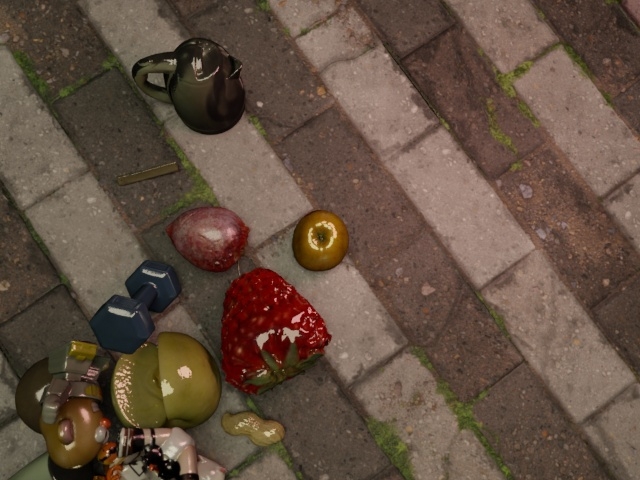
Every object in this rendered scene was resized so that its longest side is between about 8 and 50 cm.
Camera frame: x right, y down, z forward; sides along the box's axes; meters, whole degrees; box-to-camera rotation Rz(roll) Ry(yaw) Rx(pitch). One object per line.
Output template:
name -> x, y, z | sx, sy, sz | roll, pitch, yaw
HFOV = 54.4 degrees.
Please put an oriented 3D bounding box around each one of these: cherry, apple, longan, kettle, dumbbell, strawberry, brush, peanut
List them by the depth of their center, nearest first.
kettle -> -0.733, 0.641, 1.664 | 0.255, 0.240, 0.165 | -40, 116, 16
apple -> -0.418, 0.389, 1.689 | 0.291, 0.292, 0.254 | -13, 57, -5
dumbbell -> -0.497, 0.175, 1.701 | 0.143, 0.316, 0.156 | 43, 108, -11
longan -> -0.735, 0.428, 1.715 | 0.196, 0.196, 0.220 | 9, 91, -2
strawberry -> -0.157, 0.230, 1.749 | 0.317, 0.295, 0.345 | -41, 63, 26
peanut -> -0.195, 0.538, 1.784 | 0.187, 0.082, 0.082 | 20, 80, 1
kettle -> -0.382, -0.468, 1.810 | 0.320, 0.324, 0.228 | 2, 81, -3
cherry -> -0.333, -0.009, 1.819 | 0.249, 0.175, 0.192 | 14, 92, 1
apple -> 0.000, 0.000, 1.841 | 0.182, 0.155, 0.183 | 1, 81, -6
brush -> -0.529, -0.208, 1.911 | 0.190, 0.027, 0.034 | -16, 118, -1

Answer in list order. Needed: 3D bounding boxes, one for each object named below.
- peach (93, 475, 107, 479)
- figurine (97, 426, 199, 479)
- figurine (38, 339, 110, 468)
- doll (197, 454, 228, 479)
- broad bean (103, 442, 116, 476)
peach -> -0.620, 0.729, 1.712 | 0.151, 0.118, 0.151 | 6, 107, 19
figurine -> -0.432, 0.624, 1.613 | 0.320, 0.323, 0.196 | 38, 37, 8
figurine -> -0.608, 0.416, 1.546 | 0.167, 0.342, 0.285 | -13, 61, 15
doll -> -0.333, 0.696, 1.735 | 0.110, 0.107, 0.181 | 25, 83, 2
broad bean -> -0.534, 0.607, 1.750 | 0.114, 0.084, 0.165 | 39, 85, 10
